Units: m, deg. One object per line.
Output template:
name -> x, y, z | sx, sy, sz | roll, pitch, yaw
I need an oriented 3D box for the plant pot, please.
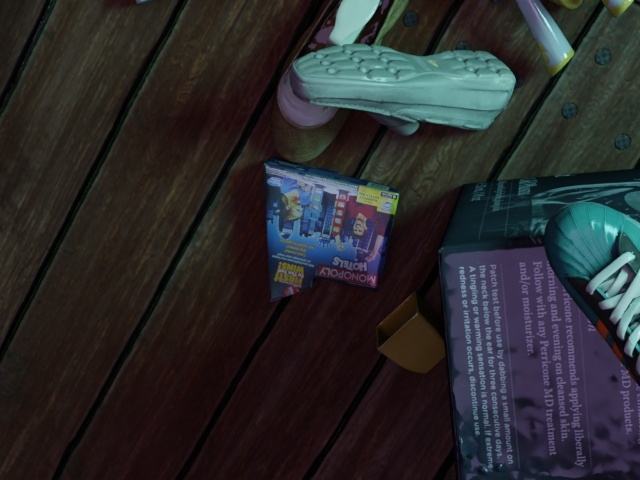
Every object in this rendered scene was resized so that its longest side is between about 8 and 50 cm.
plant pot -> 0.136, 0.138, 1.702 | 0.083, 0.081, 0.081 | 43, 105, -12

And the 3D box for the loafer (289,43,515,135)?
loafer -> 0.106, -0.185, 1.562 | 0.319, 0.112, 0.111 | 0, 126, -25

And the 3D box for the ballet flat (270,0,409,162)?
ballet flat -> 0.022, -0.252, 1.615 | 0.116, 0.124, 0.342 | 35, 105, 4

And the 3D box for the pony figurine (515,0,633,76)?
pony figurine -> 0.232, -0.405, 1.460 | 0.363, 0.351, 0.303 | 43, 71, 0

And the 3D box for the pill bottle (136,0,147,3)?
pill bottle -> -0.248, -0.388, 1.662 | 0.065, 0.065, 0.116 | -14, 98, 12

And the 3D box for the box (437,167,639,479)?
box -> 0.397, 0.082, 1.437 | 0.471, 0.480, 0.297 | -3, 100, 10

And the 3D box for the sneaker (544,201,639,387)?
sneaker -> 0.327, 0.087, 1.142 | 0.108, 0.121, 0.302 | -42, 90, 13

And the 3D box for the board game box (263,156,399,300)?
board game box -> 0.000, 0.000, 1.705 | 0.194, 0.060, 0.194 | 14, 105, 6
